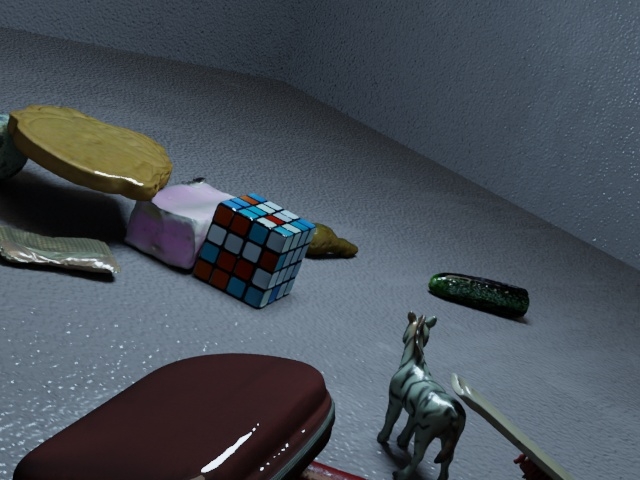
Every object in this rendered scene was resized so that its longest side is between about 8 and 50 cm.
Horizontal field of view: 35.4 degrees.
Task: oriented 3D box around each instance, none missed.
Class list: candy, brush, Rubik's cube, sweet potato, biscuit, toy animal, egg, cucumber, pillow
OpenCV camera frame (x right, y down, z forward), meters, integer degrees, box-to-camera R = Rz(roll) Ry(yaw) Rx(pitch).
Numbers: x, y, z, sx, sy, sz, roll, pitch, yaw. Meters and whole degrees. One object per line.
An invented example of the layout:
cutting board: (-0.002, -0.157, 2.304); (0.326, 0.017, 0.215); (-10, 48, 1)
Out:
candy: (-0.248, -0.036, 1.963); (0.155, 0.115, 0.265); (26, 17, 16)
brush: (0.285, 0.303, 1.451); (0.321, 0.050, 0.060); (43, 15, -25)
Rubik's cube: (-0.122, 0.016, 1.885); (0.151, 0.155, 0.154); (26, 17, 15)
sweet potato: (0.003, 0.000, 2.244); (0.269, 0.074, 0.075); (10, 19, -44)
biscuit: (-0.428, -0.178, 1.901); (0.312, 0.057, 0.351); (25, 17, 0)
toy animal: (0.137, 0.243, 1.475); (0.090, 0.170, 0.255); (7, 38, -24)
egg: (-0.625, -0.175, 1.913); (0.132, 0.132, 0.172); (18, 23, -10)
cucumber: (0.362, 0.118, 2.312); (0.241, 0.074, 0.074); (15, 17, -16)
pillow: (-0.447, 0.017, 1.698); (0.211, 0.034, 0.135); (9, 22, -31)

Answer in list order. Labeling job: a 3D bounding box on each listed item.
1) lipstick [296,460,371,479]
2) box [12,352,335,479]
lipstick: (0.030, 0.322, 1.234); (0.241, 0.080, 0.080); (19, 16, -4)
box: (-0.147, 0.230, 1.100); (0.263, 0.108, 0.404); (0, 13, 24)
